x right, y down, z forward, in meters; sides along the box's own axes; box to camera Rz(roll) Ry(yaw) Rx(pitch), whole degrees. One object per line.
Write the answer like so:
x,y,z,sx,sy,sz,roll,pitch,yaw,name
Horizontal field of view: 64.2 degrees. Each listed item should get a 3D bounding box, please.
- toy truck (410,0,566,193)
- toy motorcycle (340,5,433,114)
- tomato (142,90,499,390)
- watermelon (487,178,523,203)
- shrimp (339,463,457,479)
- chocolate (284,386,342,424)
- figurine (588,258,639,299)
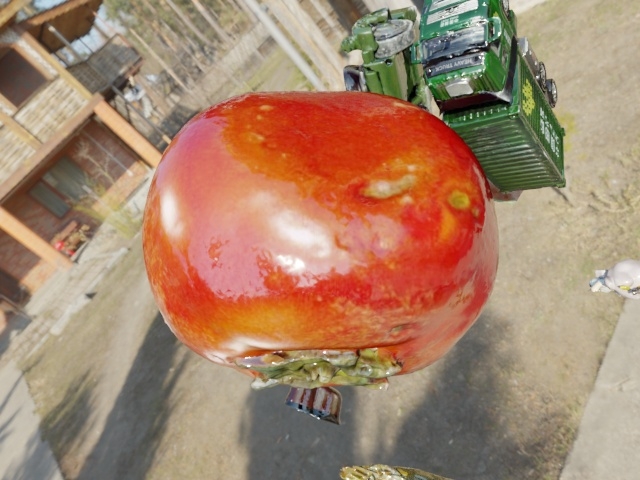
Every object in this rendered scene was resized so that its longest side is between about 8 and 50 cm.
0.193,-0.154,0.553,0.088,0.259,0.121,-5,70,38,toy truck
0.113,-0.264,0.786,0.127,0.205,0.275,-4,39,24,toy motorcycle
0.000,0.000,0.509,0.324,0.293,0.290,-2,58,-2,tomato
0.315,-0.115,0.874,0.072,0.084,0.093,147,137,-69,watermelon
0.153,0.401,0.820,0.150,0.248,0.068,89,-174,-63,shrimp
-0.005,0.390,1.269,0.125,0.148,0.080,79,-149,-80,chocolate
0.847,0.110,1.425,0.229,0.137,0.112,126,149,-80,figurine
